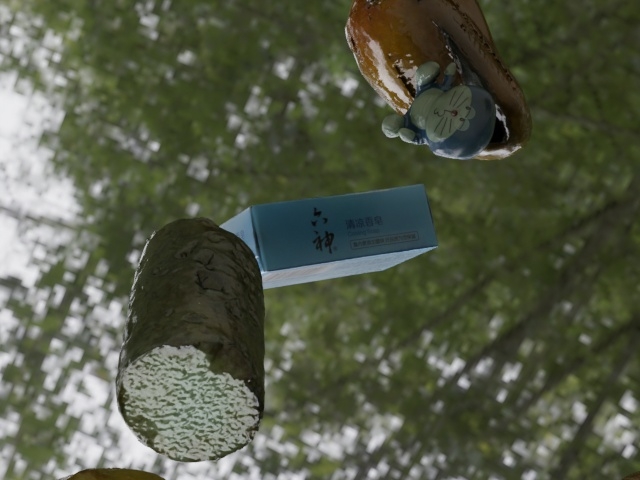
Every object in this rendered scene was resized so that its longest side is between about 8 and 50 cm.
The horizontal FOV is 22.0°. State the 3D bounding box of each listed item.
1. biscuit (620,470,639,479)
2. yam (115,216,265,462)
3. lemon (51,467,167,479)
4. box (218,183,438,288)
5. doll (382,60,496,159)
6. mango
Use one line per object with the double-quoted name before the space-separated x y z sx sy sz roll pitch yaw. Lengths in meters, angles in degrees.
"biscuit" 0.409 0.388 1.819 0.376 0.269 0.051 -1 -177 29
"yam" -0.093 0.066 1.221 0.107 0.107 0.194 20 -152 -12
"lemon" -0.217 0.381 1.734 0.258 0.310 0.258 -5 -148 3
"box" 0.000 0.000 1.906 0.232 0.142 0.083 -10 -99 -28
"doll" 0.101 -0.100 1.294 0.083 0.076 0.050 26 176 42
"mango" 0.129 -0.184 1.723 0.249 0.156 0.151 42 157 -20
